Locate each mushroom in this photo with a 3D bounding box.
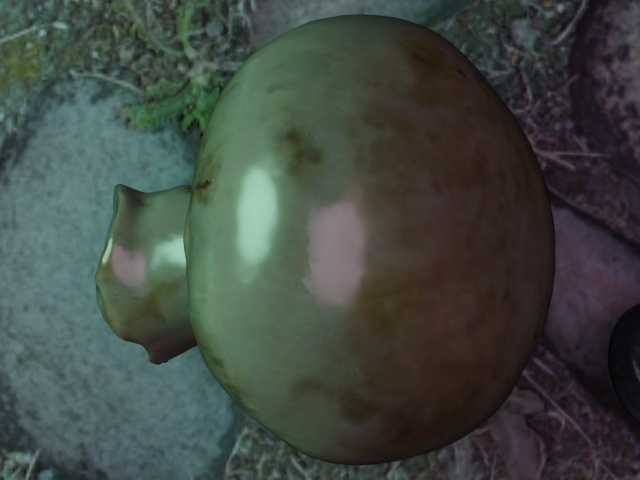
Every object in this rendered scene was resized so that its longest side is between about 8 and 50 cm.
[{"bbox_3d":[0.000,0.000,1.229,0.290,0.297,0.298,-2,88,33],"label":"mushroom"}]

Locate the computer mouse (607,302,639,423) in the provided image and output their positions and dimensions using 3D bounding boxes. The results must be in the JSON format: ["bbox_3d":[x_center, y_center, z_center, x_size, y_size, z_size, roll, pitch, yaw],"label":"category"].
[{"bbox_3d":[0.302,0.098,1.336,0.229,0.068,0.113,11,74,-16],"label":"computer mouse"}]
